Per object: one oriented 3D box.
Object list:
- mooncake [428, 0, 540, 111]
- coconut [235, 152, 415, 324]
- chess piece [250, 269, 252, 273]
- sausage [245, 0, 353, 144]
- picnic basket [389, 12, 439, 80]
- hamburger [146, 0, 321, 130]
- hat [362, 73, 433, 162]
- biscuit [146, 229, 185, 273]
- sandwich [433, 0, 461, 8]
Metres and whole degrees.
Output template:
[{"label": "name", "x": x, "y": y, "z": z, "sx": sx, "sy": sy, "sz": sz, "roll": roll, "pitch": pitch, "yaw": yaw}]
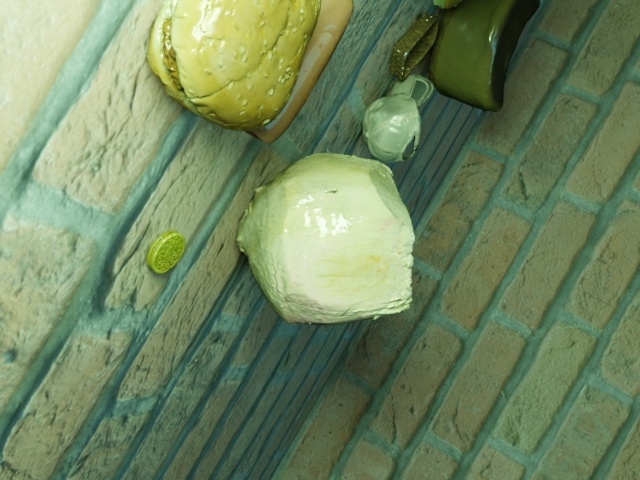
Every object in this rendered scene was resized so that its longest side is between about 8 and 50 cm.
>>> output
[{"label": "mooncake", "x": 0.506, "y": -0.629, "z": 1.871, "sx": 0.394, "sy": 0.246, "sz": 0.393, "roll": -47, "pitch": 150, "yaw": -36}, {"label": "coconut", "x": 0.000, "y": 0.000, "z": 1.319, "sx": 0.404, "sy": 0.405, "sz": 0.404, "roll": -51, "pitch": 160, "yaw": -27}, {"label": "chess piece", "x": -0.075, "y": 0.026, "z": 1.542, "sx": 0.272, "sy": 0.139, "sz": 0.139, "roll": -28, "pitch": 145, "yaw": -40}, {"label": "sausage", "x": -0.050, "y": -0.315, "z": 1.044, "sx": 0.304, "sy": 0.121, "sz": 0.121, "roll": -59, "pitch": 162, "yaw": -4}, {"label": "picnic basket", "x": 0.253, "y": -0.531, "z": 1.650, "sx": 0.193, "sy": 0.055, "sz": 0.110, "roll": -53, "pitch": 162, "yaw": -25}, {"label": "hamburger", "x": -0.104, "y": -0.300, "z": 0.856, "sx": 0.259, "sy": 0.145, "sz": 0.283, "roll": 18, "pitch": 92, "yaw": -60}, {"label": "hat", "x": 0.202, "y": -0.344, "z": 1.665, "sx": 0.232, "sy": 0.161, "sz": 0.275, "roll": 119, "pitch": -13, "yaw": -54}, {"label": "biscuit", "x": -0.279, "y": 0.020, "z": 1.094, "sx": 0.084, "sy": 0.023, "sz": 0.084, "roll": -49, "pitch": 158, "yaw": -28}, {"label": "sandwich", "x": 0.375, "y": -0.721, "z": 1.488, "sx": 0.245, "sy": 0.063, "sz": 0.212, "roll": -49, "pitch": 159, "yaw": -14}]
